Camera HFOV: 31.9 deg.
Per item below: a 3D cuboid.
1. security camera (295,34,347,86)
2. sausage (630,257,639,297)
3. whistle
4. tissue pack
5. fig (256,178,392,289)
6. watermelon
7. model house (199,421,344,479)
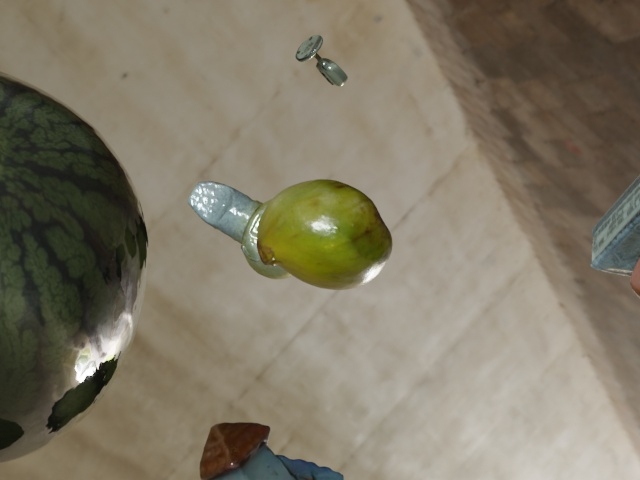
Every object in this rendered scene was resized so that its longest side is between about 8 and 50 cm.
[{"bbox_3d":[0.006,-0.287,1.835,0.092,0.058,0.058,45,174,-32],"label":"security camera"},{"bbox_3d":[0.462,0.092,1.246,0.259,0.113,0.113,39,177,-23],"label":"sausage"},{"bbox_3d":[-0.089,-0.019,1.609,0.223,0.123,0.123,27,170,19],"label":"whistle"},{"bbox_3d":[0.595,-0.036,1.779,0.228,0.103,0.315,13,151,-6],"label":"tissue pack"},{"bbox_3d":[0.007,-0.008,1.269,0.153,0.121,0.136,13,148,10],"label":"fig"},{"bbox_3d":[-0.262,0.020,0.809,0.279,0.279,0.359,42,148,7],"label":"watermelon"},{"bbox_3d":[-0.080,0.381,1.261,0.252,0.295,0.329,-31,99,44],"label":"model house"}]
